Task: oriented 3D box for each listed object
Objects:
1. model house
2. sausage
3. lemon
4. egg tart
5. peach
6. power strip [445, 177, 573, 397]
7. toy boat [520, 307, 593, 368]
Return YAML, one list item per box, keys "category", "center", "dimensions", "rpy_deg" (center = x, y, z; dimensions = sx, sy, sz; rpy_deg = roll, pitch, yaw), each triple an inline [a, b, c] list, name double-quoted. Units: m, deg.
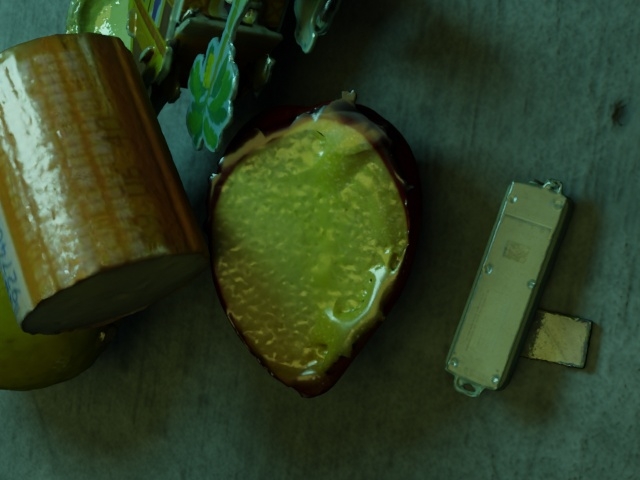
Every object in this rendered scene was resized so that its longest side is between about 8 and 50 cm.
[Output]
- category: "model house"
  center: [-0.103, -0.248, 1.179]
  dimensions: [0.358, 0.242, 0.313]
  rpy_deg: [57, 138, 46]
- category: "sausage"
  center: [-0.278, -0.059, 1.106]
  dimensions: [0.233, 0.233, 0.287]
  rpy_deg: [-31, 72, 23]
- category: "lemon"
  center: [-0.426, 0.040, 1.312]
  dimensions: [0.347, 0.348, 0.348]
  rpy_deg: [1, 92, 26]
- category: "egg tart"
  center: [-0.282, -0.316, 1.368]
  dimensions: [0.197, 0.078, 0.197]
  rpy_deg: [0, 90, 27]
- category: "peach"
  center: [0.000, 0.000, 1.176]
  dimensions: [0.257, 0.201, 0.362]
  rpy_deg: [1, 98, 11]
- category: "power strip"
  center: [0.223, 0.055, 1.131]
  dimensions: [0.078, 0.052, 0.272]
  rpy_deg: [20, 94, 25]
- category: "toy boat"
  center: [0.264, 0.114, 1.146]
  dimensions: [0.115, 0.016, 0.063]
  rpy_deg: [11, 94, 24]
